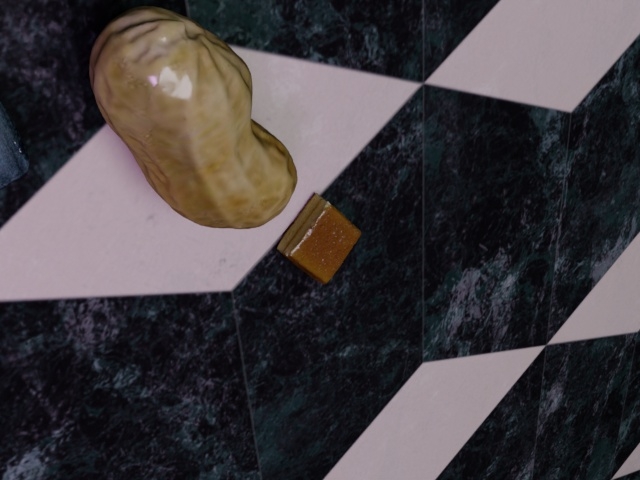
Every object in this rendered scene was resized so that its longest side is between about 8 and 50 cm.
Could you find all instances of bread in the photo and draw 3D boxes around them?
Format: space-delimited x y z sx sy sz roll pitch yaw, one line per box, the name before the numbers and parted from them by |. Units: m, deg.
bread | 0.000 0.000 1.146 0.090 0.035 0.094 -53 139 -3

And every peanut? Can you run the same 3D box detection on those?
peanut | -0.119 -0.109 0.892 0.147 0.147 0.306 -43 141 -15

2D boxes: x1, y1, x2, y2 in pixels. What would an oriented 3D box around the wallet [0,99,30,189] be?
wallet | -0.371 -0.163 0.682 0.190 0.046 0.379 -35 134 -25
